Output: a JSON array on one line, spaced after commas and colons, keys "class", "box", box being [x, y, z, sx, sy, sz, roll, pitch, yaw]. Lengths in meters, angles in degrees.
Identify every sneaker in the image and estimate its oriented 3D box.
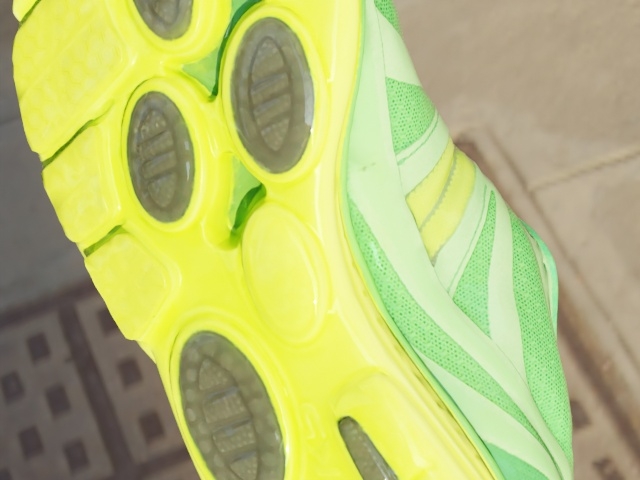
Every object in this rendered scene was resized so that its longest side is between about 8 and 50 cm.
[{"class": "sneaker", "box": [0.000, 0.000, 0.449, 0.109, 0.123, 0.296, -16, 93, 22]}]
